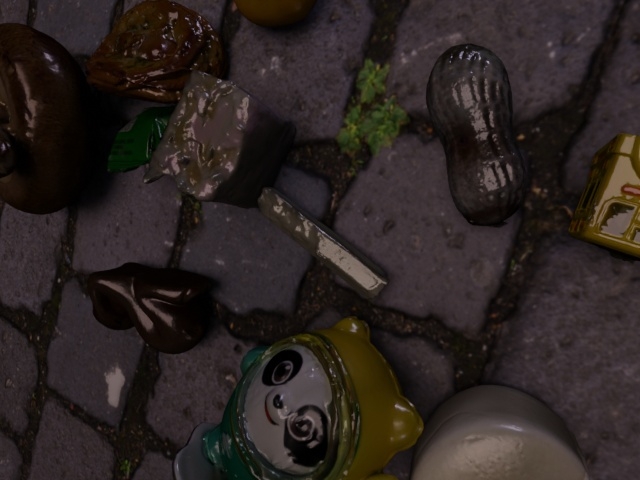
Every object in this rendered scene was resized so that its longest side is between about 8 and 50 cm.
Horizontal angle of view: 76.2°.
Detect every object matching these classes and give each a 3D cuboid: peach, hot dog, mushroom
[{"bbox_3d":[-0.071,-0.433,0.646,0.179,0.103,0.180,0,91,26],"label":"peach"},{"bbox_3d":[-0.309,-0.330,0.734,0.272,0.122,0.196,19,72,22],"label":"hot dog"},{"bbox_3d":[-0.560,-0.221,0.795,0.344,0.239,0.346,-13,66,31],"label":"mushroom"}]

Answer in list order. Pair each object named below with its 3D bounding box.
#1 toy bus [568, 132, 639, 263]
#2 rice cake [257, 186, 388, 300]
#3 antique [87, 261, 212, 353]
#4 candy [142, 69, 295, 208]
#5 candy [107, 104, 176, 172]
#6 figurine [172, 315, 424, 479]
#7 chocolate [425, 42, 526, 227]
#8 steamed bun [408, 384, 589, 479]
[{"bbox_3d":[0.453,-0.010,0.412,0.329,0.144,0.152,22,99,22],"label":"toy bus"},{"bbox_3d":[0.000,0.000,0.650,0.256,0.057,0.052,38,79,17],"label":"rice cake"},{"bbox_3d":[-0.320,0.124,0.761,0.256,0.121,0.144,9,104,15],"label":"antique"},{"bbox_3d":[-0.148,-0.143,0.644,0.137,0.195,0.185,31,98,14],"label":"candy"},{"bbox_3d":[-0.266,-0.192,0.708,0.141,0.203,0.078,15,140,16],"label":"candy"},{"bbox_3d":[-0.029,0.273,0.591,0.340,0.231,0.324,-39,49,14],"label":"figurine"},{"bbox_3d":[0.203,-0.138,0.536,0.110,0.110,0.249,-16,83,22],"label":"chocolate"},{"bbox_3d":[0.201,0.309,0.523,0.164,0.146,0.242,28,101,16],"label":"steamed bun"}]
